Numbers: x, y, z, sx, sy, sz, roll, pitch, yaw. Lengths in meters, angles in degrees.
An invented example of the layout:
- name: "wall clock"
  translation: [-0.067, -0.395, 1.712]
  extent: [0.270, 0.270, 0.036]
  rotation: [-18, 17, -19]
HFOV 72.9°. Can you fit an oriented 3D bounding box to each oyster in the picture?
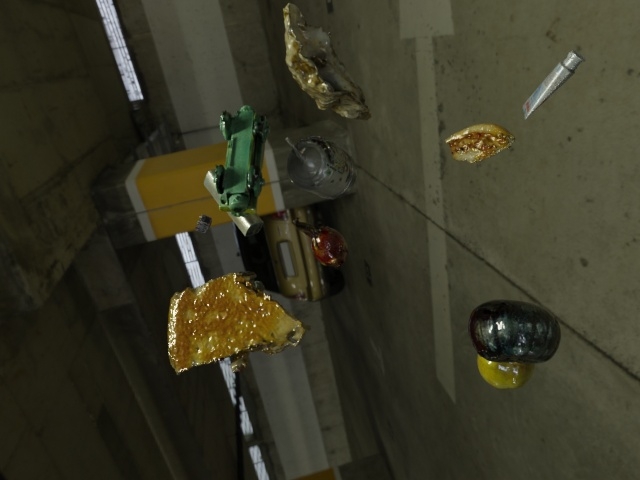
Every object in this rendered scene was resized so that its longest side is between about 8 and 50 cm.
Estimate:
- name: "oyster"
  translation: [0.009, -0.399, 1.060]
  extent: [0.341, 0.110, 0.166]
  rotation: [29, -131, -52]

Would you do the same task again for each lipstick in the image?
- name: "lipstick"
  translation: [-0.288, -0.128, 1.441]
  extent: [0.253, 0.077, 0.079]
  rotation: [51, 132, 21]

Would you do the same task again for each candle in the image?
- name: "candle"
  translation: [-0.013, -0.247, 1.432]
  extent: [0.330, 0.188, 0.187]
  rotation: [9, -117, -63]

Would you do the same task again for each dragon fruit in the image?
- name: "dragon fruit"
  translation: [0.000, 0.000, 1.477]
  extent: [0.246, 0.125, 0.125]
  rotation: [39, -153, -22]

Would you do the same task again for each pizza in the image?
- name: "pizza"
  translation: [0.480, -0.303, 1.343]
  extent: [0.056, 0.134, 0.271]
  rotation: [39, -177, -27]
- name: "pizza"
  translation: [-0.165, 0.159, 0.839]
  extent: [0.071, 0.297, 0.189]
  rotation: [13, -116, -71]

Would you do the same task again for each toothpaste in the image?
- name: "toothpaste"
  translation: [0.743, -0.502, 1.409]
  extent: [0.234, 0.057, 0.089]
  rotation: [-53, 15, 48]

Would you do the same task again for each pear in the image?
- name: "pear"
  translation: [0.652, 0.429, 1.529]
  extent: [0.200, 0.200, 0.199]
  rotation: [166, 90, -83]

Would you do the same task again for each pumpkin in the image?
- name: "pumpkin"
  translation: [0.516, 0.246, 1.167]
  extent: [0.233, 0.233, 0.162]
  rotation: [99, 176, -72]

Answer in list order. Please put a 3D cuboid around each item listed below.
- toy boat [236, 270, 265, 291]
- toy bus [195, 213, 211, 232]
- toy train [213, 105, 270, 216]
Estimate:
- name: "toy boat"
  translation: [-0.216, 0.147, 1.206]
  extent: [0.321, 0.089, 0.121]
  rotation: [83, -174, -87]
- name: "toy bus"
  translation: [-0.468, -0.065, 1.735]
  extent: [0.131, 0.052, 0.036]
  rotation: [-34, 38, 62]
- name: "toy train"
  translation: [-0.236, -0.225, 1.327]
  extent: [0.237, 0.151, 0.368]
  rotation: [103, 170, -63]
